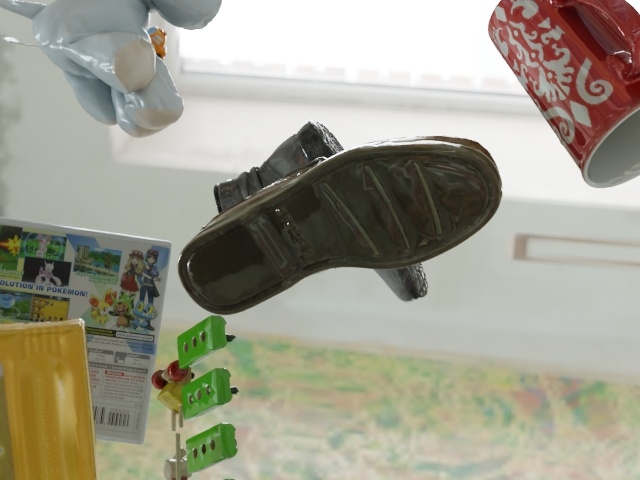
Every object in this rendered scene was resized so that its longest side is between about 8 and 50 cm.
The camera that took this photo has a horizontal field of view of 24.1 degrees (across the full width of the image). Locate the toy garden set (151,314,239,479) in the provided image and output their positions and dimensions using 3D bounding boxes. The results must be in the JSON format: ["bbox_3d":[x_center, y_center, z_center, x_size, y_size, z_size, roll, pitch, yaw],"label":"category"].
[{"bbox_3d":[-0.147,0.238,1.884,0.204,0.049,0.244,-33,58,56],"label":"toy garden set"}]

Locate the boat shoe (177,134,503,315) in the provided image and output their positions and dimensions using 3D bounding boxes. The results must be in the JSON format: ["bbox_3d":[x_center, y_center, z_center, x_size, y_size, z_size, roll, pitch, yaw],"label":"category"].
[{"bbox_3d":[0.019,-0.031,1.280,0.110,0.307,0.104,66,-152,-16],"label":"boat shoe"}]

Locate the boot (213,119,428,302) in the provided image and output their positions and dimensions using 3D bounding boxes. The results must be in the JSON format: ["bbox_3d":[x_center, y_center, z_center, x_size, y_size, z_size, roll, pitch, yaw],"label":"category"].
[{"bbox_3d":[0.000,0.000,2.352,0.338,0.223,0.118,55,-166,9],"label":"boot"}]

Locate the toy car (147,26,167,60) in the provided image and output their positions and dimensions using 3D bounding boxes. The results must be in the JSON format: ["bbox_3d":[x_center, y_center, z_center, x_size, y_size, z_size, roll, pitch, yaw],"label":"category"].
[{"bbox_3d":[-0.258,-0.297,2.280,0.060,0.040,0.122,47,-162,-12],"label":"toy car"}]

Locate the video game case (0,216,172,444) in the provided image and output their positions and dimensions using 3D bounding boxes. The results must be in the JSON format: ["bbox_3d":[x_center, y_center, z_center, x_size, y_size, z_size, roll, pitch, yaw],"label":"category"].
[{"bbox_3d":[-0.397,0.126,2.159,0.036,0.329,0.300,155,123,-80],"label":"video game case"}]

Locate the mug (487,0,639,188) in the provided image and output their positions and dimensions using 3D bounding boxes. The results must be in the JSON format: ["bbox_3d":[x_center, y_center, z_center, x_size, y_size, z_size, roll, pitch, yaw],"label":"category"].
[{"bbox_3d":[0.232,-0.155,1.256,0.169,0.113,0.150,57,134,29],"label":"mug"}]

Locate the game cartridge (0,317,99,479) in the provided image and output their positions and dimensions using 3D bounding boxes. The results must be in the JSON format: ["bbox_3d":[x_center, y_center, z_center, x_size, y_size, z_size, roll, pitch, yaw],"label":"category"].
[{"bbox_3d":[-0.428,0.242,1.762,0.052,0.324,0.285,-101,8,-78],"label":"game cartridge"}]

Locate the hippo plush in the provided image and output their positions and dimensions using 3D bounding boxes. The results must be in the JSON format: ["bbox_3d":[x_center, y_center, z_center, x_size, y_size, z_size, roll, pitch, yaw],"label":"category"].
[{"bbox_3d":[-0.259,-0.301,2.076,0.236,0.294,0.234,-53,-24,-17],"label":"hippo plush"}]
